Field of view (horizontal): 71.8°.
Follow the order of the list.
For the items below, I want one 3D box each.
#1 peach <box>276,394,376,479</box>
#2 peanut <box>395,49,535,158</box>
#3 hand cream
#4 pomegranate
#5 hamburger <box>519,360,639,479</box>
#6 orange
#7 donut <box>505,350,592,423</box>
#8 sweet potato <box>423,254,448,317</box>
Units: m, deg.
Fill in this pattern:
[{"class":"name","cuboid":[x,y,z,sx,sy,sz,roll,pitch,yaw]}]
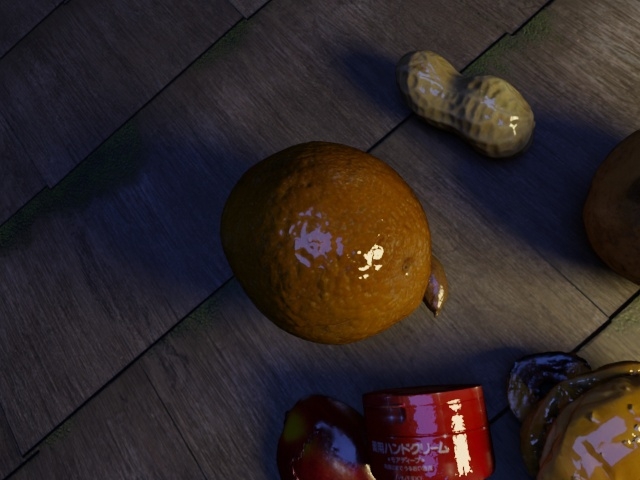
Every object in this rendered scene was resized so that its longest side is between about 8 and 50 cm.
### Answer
[{"class":"peach","cuboid":[0.027,0.400,0.749,0.189,0.068,0.279,-45,70,2]},{"class":"peanut","cuboid":[0.263,-0.261,0.828,0.298,0.136,0.120,36,53,21]},{"class":"hand cream","cuboid":[0.162,0.290,0.679,0.193,0.193,0.125,-11,73,11]},{"class":"pomegranate","cuboid":[0.540,-0.041,0.636,0.281,0.281,0.281,-4,75,13]},{"class":"hamburger","cuboid":[0.433,0.315,0.592,0.319,0.158,0.318,0,91,1]},{"class":"orange","cuboid":[0.000,0.000,0.731,0.357,0.322,0.322,25,82,46]},{"class":"donut","cuboid":[0.368,0.241,0.708,0.141,0.059,0.140,-3,75,12]},{"class":"sweet potato","cuboid":[0.182,0.039,0.811,0.068,0.068,0.226,-28,57,6]}]
